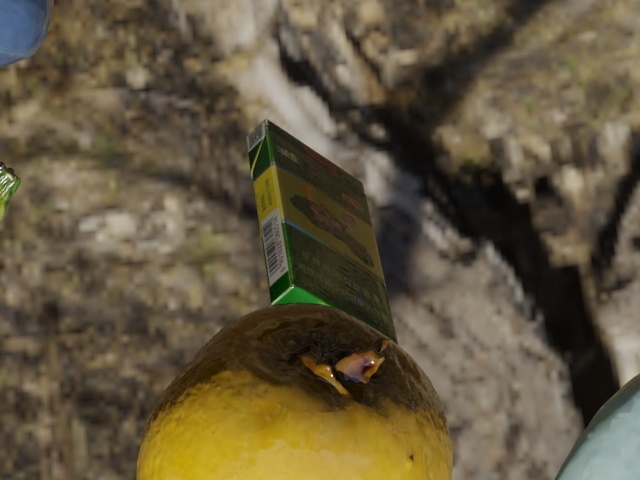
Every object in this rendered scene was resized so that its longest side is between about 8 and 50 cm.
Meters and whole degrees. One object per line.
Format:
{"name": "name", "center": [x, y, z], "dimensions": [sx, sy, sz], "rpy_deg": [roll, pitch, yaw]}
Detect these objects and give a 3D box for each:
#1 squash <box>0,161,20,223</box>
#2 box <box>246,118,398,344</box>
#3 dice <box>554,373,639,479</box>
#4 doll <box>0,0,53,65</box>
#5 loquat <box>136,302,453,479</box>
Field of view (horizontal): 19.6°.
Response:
{"name": "squash", "center": [-0.358, 0.000, 1.610], "dimensions": [0.258, 0.069, 0.069], "rpy_deg": [-23, 157, 22]}
{"name": "box", "center": [0.000, 0.000, 1.674], "dimensions": [0.132, 0.235, 0.034], "rpy_deg": [31, 120, -31]}
{"name": "dice", "center": [0.278, 0.233, 1.080], "dimensions": [0.265, 0.262, 0.268], "rpy_deg": [18, 159, 32]}
{"name": "doll", "center": [-0.295, -0.214, 1.319], "dimensions": [0.258, 0.228, 0.154], "rpy_deg": [17, 125, -45]}
{"name": "loquat", "center": [-0.016, 0.143, 1.196], "dimensions": [0.208, 0.208, 0.208], "rpy_deg": [-6, 162, -2]}
